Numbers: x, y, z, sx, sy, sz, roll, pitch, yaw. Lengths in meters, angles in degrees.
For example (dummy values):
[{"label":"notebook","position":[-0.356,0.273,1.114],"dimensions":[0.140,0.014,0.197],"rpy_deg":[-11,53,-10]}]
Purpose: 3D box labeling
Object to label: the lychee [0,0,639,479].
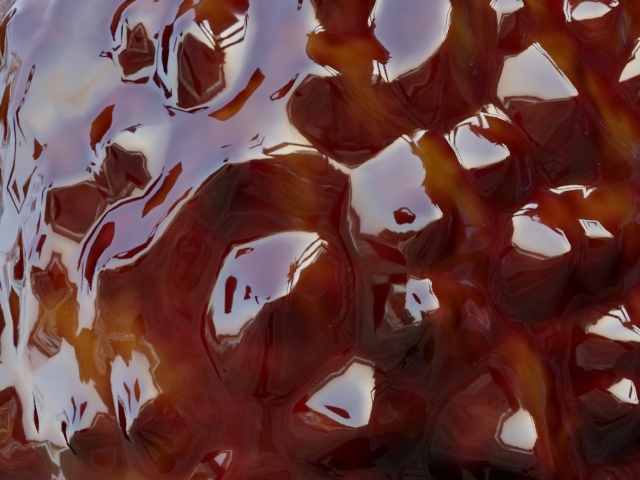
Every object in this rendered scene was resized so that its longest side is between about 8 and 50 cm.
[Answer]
[{"label":"lychee","position":[0.000,0.000,0.565],"dimensions":[0.425,0.500,0.424],"rpy_deg":[-4,-14,-1]}]
